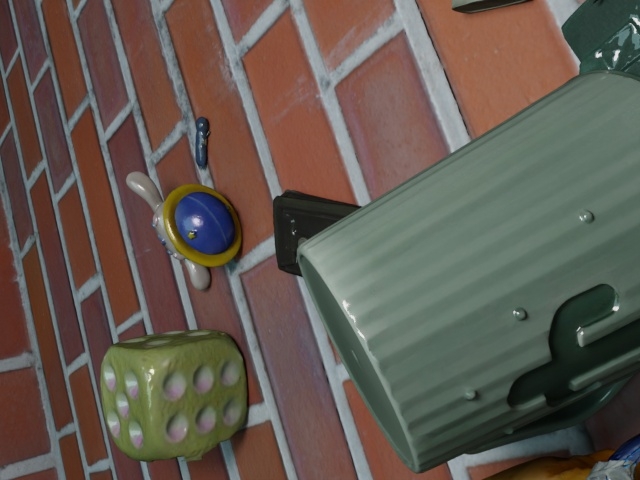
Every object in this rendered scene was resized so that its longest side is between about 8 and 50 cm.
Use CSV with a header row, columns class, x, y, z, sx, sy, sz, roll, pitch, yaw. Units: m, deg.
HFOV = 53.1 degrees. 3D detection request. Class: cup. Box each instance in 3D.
class,x,y,z,sx,sy,sz,roll,pitch,yaw
cup,0.223,0.073,0.689,0.401,0.392,0.310,64,172,-6

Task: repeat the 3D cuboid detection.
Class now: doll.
class,x,y,z,sx,sy,sz,roll,pitch,yaw
doll,-0.278,-0.227,1.498,0.037,0.027,0.125,18,109,46
doll,-0.299,-0.059,1.432,0.311,0.159,0.242,50,161,-3

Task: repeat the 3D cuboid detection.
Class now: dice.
class,x,y,z,sx,sy,sz,roll,pitch,yaw
dice,-0.329,0.338,1.438,0.250,0.252,0.254,-3,94,48

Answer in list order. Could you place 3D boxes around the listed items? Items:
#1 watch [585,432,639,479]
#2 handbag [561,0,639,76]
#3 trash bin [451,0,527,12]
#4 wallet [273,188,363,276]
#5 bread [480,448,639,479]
class,x,y,z,sx,sy,sz,roll,pitch,yaw
watch,0.424,0.295,0.624,0.276,0.274,0.068,61,160,26
handbag,0.432,-0.181,0.693,0.238,0.089,0.326,-42,64,43
trash bin,0.239,-0.399,0.900,0.116,0.059,0.130,8,100,48
wallet,0.000,0.000,1.205,0.245,0.052,0.168,15,107,43
bread,0.314,0.443,0.767,0.394,0.250,0.361,-44,64,35
